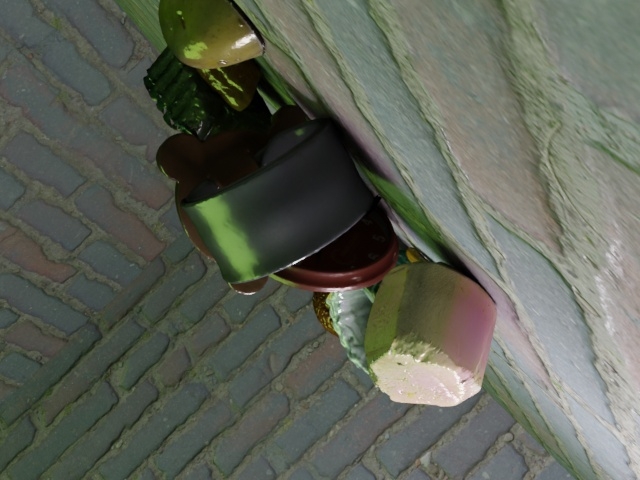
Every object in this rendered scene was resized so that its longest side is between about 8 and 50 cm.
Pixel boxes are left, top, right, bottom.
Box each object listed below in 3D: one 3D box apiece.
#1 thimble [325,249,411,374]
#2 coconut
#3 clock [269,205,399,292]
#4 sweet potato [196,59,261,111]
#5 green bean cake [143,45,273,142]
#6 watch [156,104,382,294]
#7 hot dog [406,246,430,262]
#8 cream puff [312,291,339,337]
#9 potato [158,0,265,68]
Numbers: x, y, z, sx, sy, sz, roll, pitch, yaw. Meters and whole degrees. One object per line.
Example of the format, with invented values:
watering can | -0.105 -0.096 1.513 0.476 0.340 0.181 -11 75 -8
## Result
thimble | 0.146 0.166 1.896 0.254 0.167 0.288 -16 95 57
coconut | 0.189 0.150 1.466 0.233 0.245 0.233 13 142 10
clock | 0.000 0.000 1.675 0.318 0.318 0.080 45 141 39
sweet potato | -0.203 -0.353 1.564 0.252 0.097 0.097 50 178 2
green bean cake | -0.211 -0.271 1.694 0.241 0.132 0.255 24 -153 -46
watch | -0.064 -0.086 1.395 0.327 0.335 0.314 2 123 60
hot dog | 0.222 0.058 1.717 0.137 0.028 0.044 41 149 45
cream puff | 0.116 0.127 2.189 0.303 0.303 0.212 -137 37 -62
potato | -0.187 -0.332 1.331 0.202 0.117 0.182 46 175 27
